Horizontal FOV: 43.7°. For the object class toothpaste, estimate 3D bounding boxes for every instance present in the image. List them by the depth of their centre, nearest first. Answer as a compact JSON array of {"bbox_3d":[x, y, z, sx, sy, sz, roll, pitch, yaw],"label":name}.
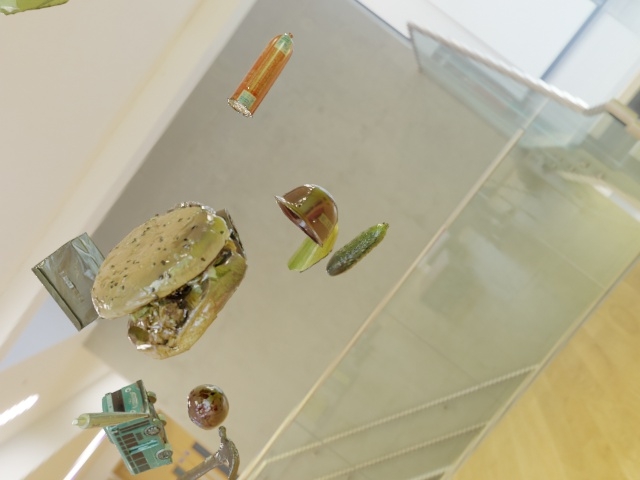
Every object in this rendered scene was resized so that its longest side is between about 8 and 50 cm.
[{"bbox_3d":[-0.403,0.340,1.520,0.048,0.029,0.197,-15,-14,21],"label":"toothpaste"}]

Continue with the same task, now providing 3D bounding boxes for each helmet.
[{"bbox_3d":[-0.023,-0.078,1.841,0.106,0.175,0.155,-48,39,-4],"label":"helmet"}]

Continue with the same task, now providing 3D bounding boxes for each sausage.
[{"bbox_3d":[-0.142,-0.444,2.092,0.264,0.083,0.083,-58,-1,-16],"label":"sausage"}]

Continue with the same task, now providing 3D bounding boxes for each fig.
[{"bbox_3d":[-0.270,0.400,1.942,0.154,0.103,0.109,-23,-58,-87],"label":"fig"}]

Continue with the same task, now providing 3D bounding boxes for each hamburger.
[{"bbox_3d":[-0.310,0.087,1.604,0.318,0.195,0.277,-10,35,43],"label":"hamburger"}]

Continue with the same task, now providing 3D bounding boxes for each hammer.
[{"bbox_3d":[-0.289,0.511,1.692,0.297,0.125,0.027,-35,-28,19],"label":"hammer"}]

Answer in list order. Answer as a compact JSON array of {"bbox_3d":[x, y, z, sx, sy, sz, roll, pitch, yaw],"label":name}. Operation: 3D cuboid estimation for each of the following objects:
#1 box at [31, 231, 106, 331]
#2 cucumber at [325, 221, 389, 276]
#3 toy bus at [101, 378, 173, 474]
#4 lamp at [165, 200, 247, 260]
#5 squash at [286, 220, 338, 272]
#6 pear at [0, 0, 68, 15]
[{"bbox_3d":[-0.700,0.119,2.341,0.149,0.231,0.155,-35,6,8],"label":"box"},{"bbox_3d":[0.104,0.023,2.239,0.227,0.069,0.069,-40,2,20],"label":"cucumber"},{"bbox_3d":[-0.485,0.498,2.111,0.147,0.128,0.256,-18,-44,-9],"label":"toy bus"},{"bbox_3d":[-0.302,0.024,1.922,0.247,0.247,0.247,-52,-2,-3],"label":"lamp"},{"bbox_3d":[0.001,0.003,1.974,0.200,0.075,0.090,-52,-15,26],"label":"squash"},{"bbox_3d":[-0.636,-0.650,1.686,0.176,0.287,0.282,-15,-9,-12],"label":"pear"}]
